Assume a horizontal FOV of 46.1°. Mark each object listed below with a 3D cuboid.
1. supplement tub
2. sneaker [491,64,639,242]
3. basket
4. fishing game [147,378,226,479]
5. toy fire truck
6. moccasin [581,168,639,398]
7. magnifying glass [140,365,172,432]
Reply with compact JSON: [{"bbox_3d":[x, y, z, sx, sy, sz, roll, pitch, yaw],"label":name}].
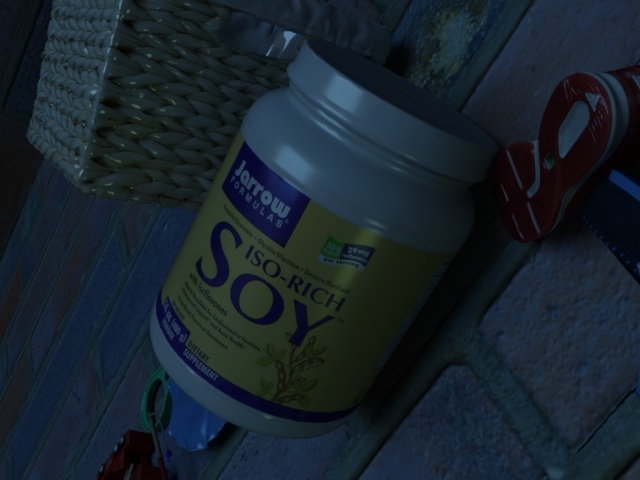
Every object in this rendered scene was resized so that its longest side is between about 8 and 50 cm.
[{"bbox_3d":[0.000,0.000,0.741,0.331,0.241,0.241,-61,35,20],"label":"supplement tub"},{"bbox_3d":[0.226,-0.066,0.597,0.221,0.128,0.087,112,143,-73],"label":"sneaker"},{"bbox_3d":[-0.152,-0.187,0.920,0.331,0.328,0.266,27,104,55],"label":"basket"},{"bbox_3d":[-0.162,0.210,1.081,0.264,0.041,0.189,-53,38,16],"label":"fishing game"},{"bbox_3d":[-0.303,0.379,1.193,0.192,0.047,0.135,-53,31,29],"label":"toy fire truck"},{"bbox_3d":[0.255,0.082,0.430,0.116,0.138,0.342,-62,34,26],"label":"moccasin"},{"bbox_3d":[-0.237,0.207,1.204,0.231,0.026,0.092,-62,35,17],"label":"magnifying glass"}]
